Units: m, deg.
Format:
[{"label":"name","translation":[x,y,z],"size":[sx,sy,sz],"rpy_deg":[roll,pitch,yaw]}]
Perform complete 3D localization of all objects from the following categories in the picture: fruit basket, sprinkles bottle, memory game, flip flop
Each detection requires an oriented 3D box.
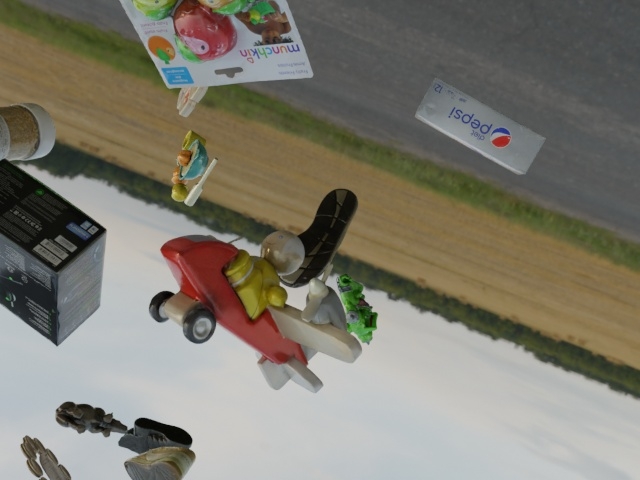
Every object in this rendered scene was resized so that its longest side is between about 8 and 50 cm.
[{"label":"fruit basket","translation":[-0.213,-0.403,1.227],"size":[0.327,0.165,0.353],"rpy_deg":[2,133,25]},{"label":"sprinkles bottle","translation":[-0.691,-0.203,1.436],"size":[0.121,0.121,0.355],"rpy_deg":[21,-160,17]},{"label":"memory game","translation":[-0.451,0.408,1.236],"size":[0.186,0.012,0.186],"rpy_deg":[50,167,16]},{"label":"flip flop","translation":[0.000,0.000,1.719],"size":[0.112,0.277,0.080],"rpy_deg":[26,161,17]}]

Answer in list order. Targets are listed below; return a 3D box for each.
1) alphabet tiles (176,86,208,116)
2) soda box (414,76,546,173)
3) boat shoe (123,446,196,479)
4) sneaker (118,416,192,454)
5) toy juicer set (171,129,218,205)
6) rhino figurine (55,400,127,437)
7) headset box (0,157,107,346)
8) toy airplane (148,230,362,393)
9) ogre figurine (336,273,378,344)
[{"label":"alphabet tiles","translation":[-0.254,-0.413,1.566],"size":[0.021,0.284,0.278],"rpy_deg":[18,155,-25]},{"label":"soda box","translation":[0.363,-0.260,1.671],"size":[0.286,0.098,0.091],"rpy_deg":[29,-173,3]},{"label":"boat shoe","translation":[-0.212,0.299,0.965],"size":[0.135,0.050,0.045],"rpy_deg":[-16,-167,44]},{"label":"sneaker","translation":[-0.373,0.457,1.645],"size":[0.170,0.089,0.051],"rpy_deg":[18,-155,8]},{"label":"toy juicer set","translation":[-0.413,-0.213,2.236],"size":[0.089,0.209,0.329],"rpy_deg":[24,-168,-24]},{"label":"rhino figurine","translation":[-0.604,0.482,1.944],"size":[0.106,0.073,0.243],"rpy_deg":[9,164,34]},{"label":"headset box","translation":[-0.542,0.035,1.365],"size":[0.246,0.131,0.283],"rpy_deg":[33,140,8]},{"label":"toy airplane","translation":[-0.101,0.116,1.376],"size":[0.386,0.272,0.384],"rpy_deg":[29,168,3]},{"label":"ogre figurine","translation":[0.090,0.174,1.773],"size":[0.097,0.118,0.197],"rpy_deg":[-4,143,-2]}]
